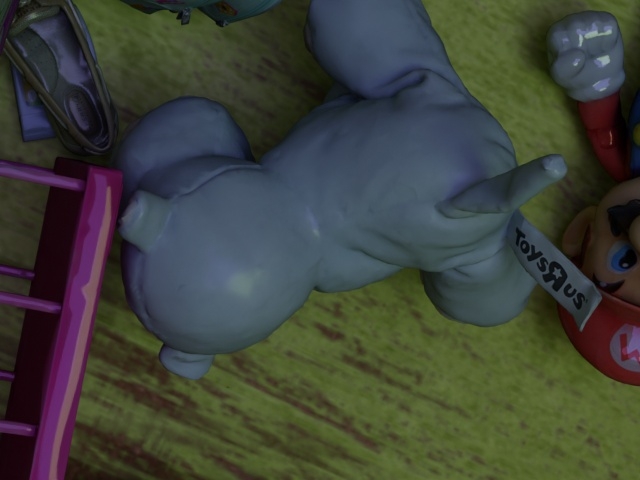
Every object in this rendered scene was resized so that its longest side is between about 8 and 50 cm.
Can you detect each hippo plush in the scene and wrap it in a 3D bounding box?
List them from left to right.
[{"bbox_3d":[0.000,0.000,0.948,0.236,0.294,0.234,-26,134,-3],"label":"hippo plush"}]

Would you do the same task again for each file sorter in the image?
[{"bbox_3d":[-0.241,0.082,0.905,0.182,0.202,0.291,11,92,-15],"label":"file sorter"}]

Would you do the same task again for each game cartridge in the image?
[{"bbox_3d":[-0.170,-0.108,1.006,0.056,0.017,0.083,-11,98,-18],"label":"game cartridge"}]

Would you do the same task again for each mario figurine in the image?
[{"bbox_3d":[0.249,-0.059,1.039,0.170,0.198,0.321,23,83,-38],"label":"mario figurine"}]

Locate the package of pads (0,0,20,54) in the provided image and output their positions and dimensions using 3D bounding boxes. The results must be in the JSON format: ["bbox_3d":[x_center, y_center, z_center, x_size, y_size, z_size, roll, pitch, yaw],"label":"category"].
[{"bbox_3d":[-0.177,-0.230,0.812,0.101,0.229,0.297,16,50,-9],"label":"package of pads"}]

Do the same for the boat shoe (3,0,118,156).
[{"bbox_3d":[-0.169,-0.122,0.971,0.056,0.048,0.153,-26,101,-13],"label":"boat shoe"}]

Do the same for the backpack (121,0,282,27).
[{"bbox_3d":[-0.070,-0.214,0.935,0.144,0.188,0.166,23,87,-16],"label":"backpack"}]
